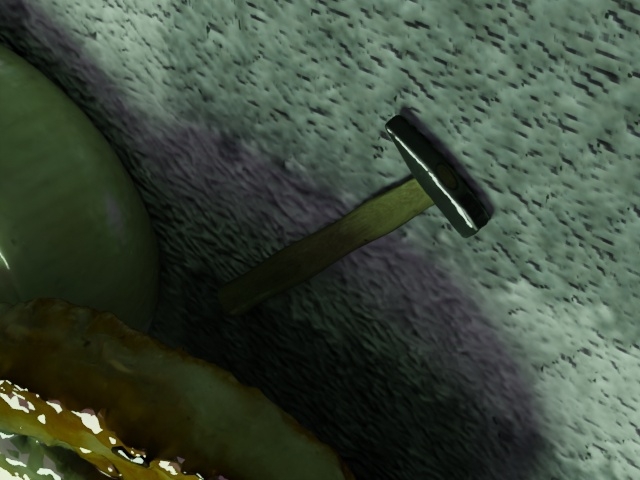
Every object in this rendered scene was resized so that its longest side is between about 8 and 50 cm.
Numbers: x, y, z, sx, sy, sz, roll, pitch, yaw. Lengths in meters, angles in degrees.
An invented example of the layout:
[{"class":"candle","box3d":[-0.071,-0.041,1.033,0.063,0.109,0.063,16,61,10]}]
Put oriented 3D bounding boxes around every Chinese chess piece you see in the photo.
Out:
[{"class":"Chinese chess piece","box3d":[-0.207,-0.004,0.760,0.250,0.101,0.250,25,138,26]}]

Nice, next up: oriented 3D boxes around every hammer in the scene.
[{"class":"hammer","box3d":[0.000,0.000,0.639,0.062,0.013,0.199,52,142,-6]}]

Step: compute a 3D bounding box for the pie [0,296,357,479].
[{"class":"pie","box3d":[-0.099,0.151,0.680,0.315,0.092,0.315,17,135,17]}]
